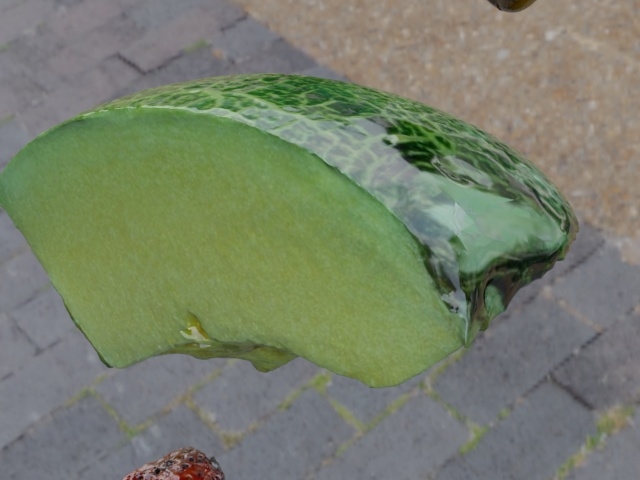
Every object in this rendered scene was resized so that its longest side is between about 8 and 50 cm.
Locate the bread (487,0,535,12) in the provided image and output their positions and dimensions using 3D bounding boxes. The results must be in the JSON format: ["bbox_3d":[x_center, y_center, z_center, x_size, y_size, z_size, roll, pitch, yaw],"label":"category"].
[{"bbox_3d":[0.105,-0.175,0.703,0.046,0.081,0.083,-4,71,-21],"label":"bread"}]

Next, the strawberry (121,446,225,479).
[{"bbox_3d":[-0.102,0.183,0.817,0.096,0.083,0.083,-11,45,4],"label":"strawberry"}]

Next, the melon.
[{"bbox_3d":[0.000,0.000,0.753,0.343,0.331,0.226,-23,50,48],"label":"melon"}]
